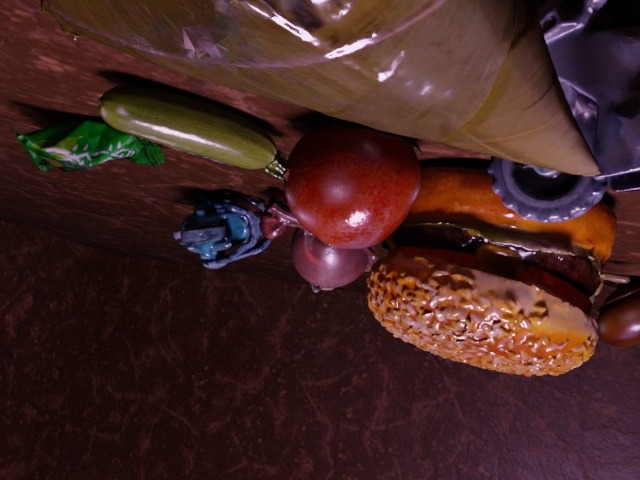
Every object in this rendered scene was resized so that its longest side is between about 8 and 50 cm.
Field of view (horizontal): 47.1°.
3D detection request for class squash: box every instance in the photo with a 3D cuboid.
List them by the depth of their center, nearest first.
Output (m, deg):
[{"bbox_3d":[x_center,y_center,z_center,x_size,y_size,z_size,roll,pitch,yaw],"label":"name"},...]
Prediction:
[{"bbox_3d":[-0.145,-0.137,0.902,0.252,0.066,0.066,15,171,-26],"label":"squash"}]

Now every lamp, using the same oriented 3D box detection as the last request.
[{"bbox_3d":[0.002,-0.006,1.383,0.215,0.151,0.223,4,127,10],"label":"lamp"}]

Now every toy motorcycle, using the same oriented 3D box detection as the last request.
[{"bbox_3d":[0.231,-0.104,0.459,0.270,0.159,0.106,-13,170,31],"label":"toy motorcycle"},{"bbox_3d":[-0.197,-0.023,1.514,0.206,0.154,0.260,-10,-176,-14],"label":"toy motorcycle"}]

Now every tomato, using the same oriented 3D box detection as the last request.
[{"bbox_3d":[0.041,-0.063,0.875,0.167,0.167,0.167,11,171,2],"label":"tomato"}]

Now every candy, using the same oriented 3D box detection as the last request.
[{"bbox_3d":[-0.342,-0.143,1.106,0.203,0.078,0.141,0,-177,-1],"label":"candy"}]

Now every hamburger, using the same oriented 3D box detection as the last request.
[{"bbox_3d":[0.229,0.049,1.018,0.330,0.250,0.330,11,171,2],"label":"hamburger"}]

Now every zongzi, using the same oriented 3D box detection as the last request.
[{"bbox_3d":[-0.010,-0.120,0.437,0.274,0.145,0.300,6,154,45],"label":"zongzi"}]

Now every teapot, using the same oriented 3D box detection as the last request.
[{"bbox_3d":[0.644,0.128,1.468,0.178,0.135,0.252,-21,165,-25],"label":"teapot"}]

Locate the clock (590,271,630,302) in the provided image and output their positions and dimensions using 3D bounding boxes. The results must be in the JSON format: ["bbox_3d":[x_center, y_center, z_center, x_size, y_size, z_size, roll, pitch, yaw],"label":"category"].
[{"bbox_3d":[0.435,0.074,1.436,0.235,0.096,0.308,16,169,-27],"label":"clock"}]

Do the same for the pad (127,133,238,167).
[{"bbox_3d":[-0.182,-0.137,0.958,0.157,0.003,0.112,15,-155,-24],"label":"pad"}]
